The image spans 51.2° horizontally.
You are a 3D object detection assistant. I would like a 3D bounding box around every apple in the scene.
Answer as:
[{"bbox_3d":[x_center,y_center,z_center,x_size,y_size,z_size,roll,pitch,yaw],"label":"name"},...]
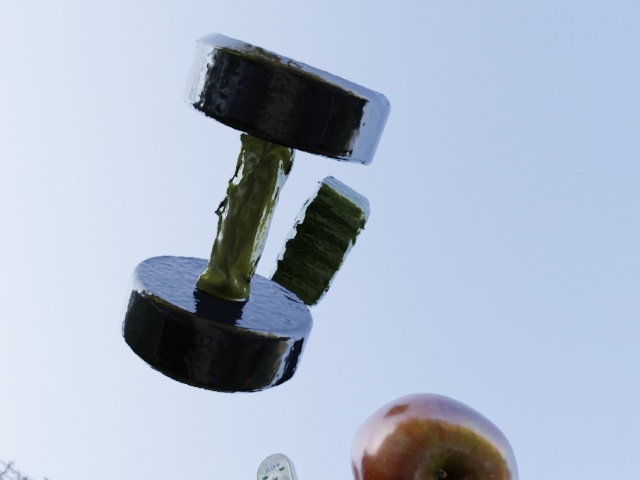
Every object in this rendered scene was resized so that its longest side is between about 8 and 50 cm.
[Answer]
[{"bbox_3d":[0.149,0.337,0.948,0.242,0.241,0.242,4,-109,-11],"label":"apple"}]

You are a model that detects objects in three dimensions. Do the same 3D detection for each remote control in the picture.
[{"bbox_3d":[-0.067,0.491,1.232,0.078,0.221,0.042,-28,-51,3],"label":"remote control"}]

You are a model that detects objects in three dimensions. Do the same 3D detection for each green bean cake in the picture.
[{"bbox_3d":[0.000,0.000,1.154,0.113,0.200,0.214,29,-81,-1],"label":"green bean cake"}]

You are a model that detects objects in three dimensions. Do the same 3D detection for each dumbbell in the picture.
[{"bbox_3d":[-0.072,-0.027,0.694,0.203,0.204,0.322,19,-77,-3],"label":"dumbbell"}]
